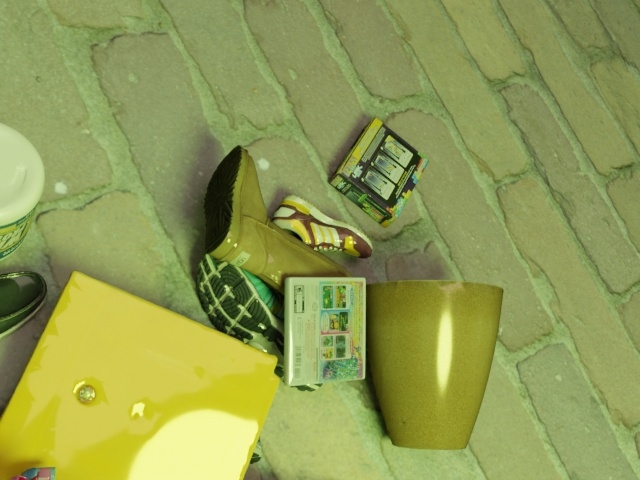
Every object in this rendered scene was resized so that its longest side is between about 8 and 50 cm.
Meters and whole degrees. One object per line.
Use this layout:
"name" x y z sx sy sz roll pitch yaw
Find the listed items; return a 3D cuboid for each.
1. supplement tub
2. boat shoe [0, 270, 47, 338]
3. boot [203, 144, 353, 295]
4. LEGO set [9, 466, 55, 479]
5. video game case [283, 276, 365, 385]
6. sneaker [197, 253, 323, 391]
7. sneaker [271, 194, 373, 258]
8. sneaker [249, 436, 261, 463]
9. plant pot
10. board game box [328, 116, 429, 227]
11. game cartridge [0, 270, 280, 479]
"supplement tub" -0.446 -0.052 0.991 0.144 0.199 0.144 12 62 -24
"boat shoe" -0.463 0.095 0.990 0.233 0.079 0.084 -21 77 -37
"boot" -0.057 0.003 1.207 0.269 0.089 0.236 33 41 -31
"LEGO set" -0.366 0.352 0.900 0.093 0.087 0.227 3 108 -14
"video game case" 0.008 0.133 1.140 0.143 0.019 0.157 2 87 -36
"sneaker" -0.084 0.119 1.201 0.275 0.107 0.110 47 34 -8
"sneaker" 0.000 0.000 1.314 0.185 0.069 0.084 28 65 -9
"sneaker" -0.148 0.279 1.105 0.135 0.052 0.058 24 40 -15
"plant pot" 0.176 0.204 1.236 0.237 0.237 0.254 7 79 -27
"board game box" 0.113 -0.130 1.447 0.141 0.048 0.170 38 55 -7
"game cartridge" -0.240 0.232 1.018 0.323 0.052 0.285 27 74 -16
